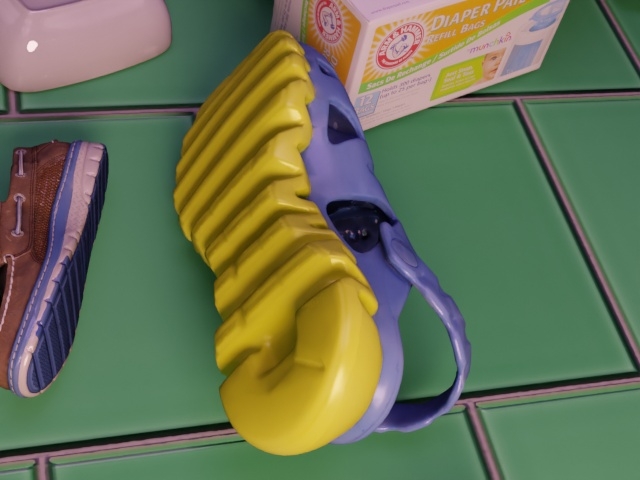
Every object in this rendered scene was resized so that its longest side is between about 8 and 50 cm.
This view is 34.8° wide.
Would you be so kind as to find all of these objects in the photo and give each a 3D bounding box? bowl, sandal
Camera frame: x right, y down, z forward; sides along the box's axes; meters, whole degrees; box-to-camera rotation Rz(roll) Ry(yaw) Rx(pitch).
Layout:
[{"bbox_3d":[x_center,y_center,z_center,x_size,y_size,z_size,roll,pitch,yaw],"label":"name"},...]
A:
[{"bbox_3d":[-0.187,-0.181,0.734,0.142,0.053,0.142,-23,62,-29],"label":"bowl"},{"bbox_3d":[0.000,0.000,0.612,0.138,0.126,0.317,25,37,-35],"label":"sandal"}]

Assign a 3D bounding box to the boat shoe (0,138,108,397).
[{"bbox_3d":[-0.169,0.012,0.586,0.066,0.066,0.183,6,42,-3],"label":"boat shoe"}]

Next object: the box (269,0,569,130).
[{"bbox_3d":[0.075,-0.173,0.750,0.203,0.114,0.103,-23,60,-26],"label":"box"}]
